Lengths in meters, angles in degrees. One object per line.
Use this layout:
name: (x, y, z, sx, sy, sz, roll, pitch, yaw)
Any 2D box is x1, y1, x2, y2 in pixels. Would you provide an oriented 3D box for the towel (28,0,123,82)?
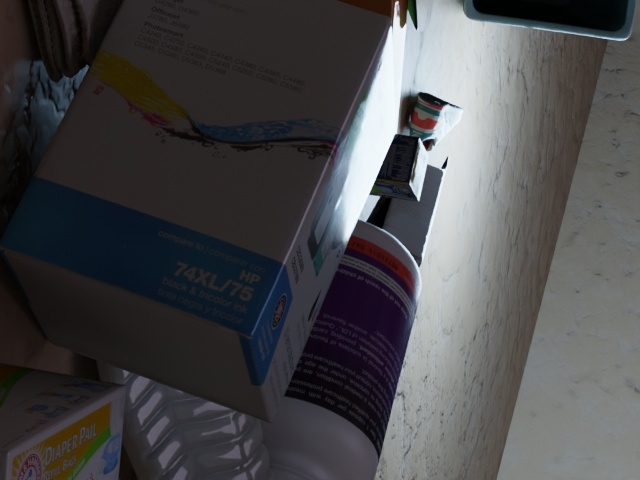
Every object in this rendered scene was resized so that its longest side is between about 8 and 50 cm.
towel: (-0.153, -0.265, 1.386, 0.187, 0.049, 0.282, 85, 20, -44)

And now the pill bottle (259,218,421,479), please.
pill bottle: (-0.014, 0.142, 1.845, 0.181, 0.182, 0.323, 79, 22, -51)

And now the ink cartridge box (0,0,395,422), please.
ink cartridge box: (-0.081, -0.042, 1.383, 0.198, 0.197, 0.270, 82, 29, -67)

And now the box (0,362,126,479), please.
box: (-0.221, 0.164, 1.261, 0.203, 0.103, 0.114, -28, 126, -72)

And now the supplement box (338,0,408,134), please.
supplement box: (0.051, -0.180, 2.133, 0.078, 0.080, 0.233, -41, 135, -67)

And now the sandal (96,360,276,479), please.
sandal: (-0.132, 0.159, 1.594, 0.169, 0.102, 0.416, -29, 111, -49)

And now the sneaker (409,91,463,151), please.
sneaker: (0.155, -0.164, 2.590, 0.075, 0.057, 0.161, -66, 168, 7)

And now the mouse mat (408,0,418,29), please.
mouse mat: (0.091, -0.357, 2.158, 0.152, 0.007, 0.189, 83, -5, -45)

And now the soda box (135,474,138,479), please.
soda box: (-0.136, 0.280, 1.725, 0.063, 0.058, 0.183, -49, 145, -63)

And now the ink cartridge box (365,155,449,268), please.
ink cartridge box: (0.074, 0.015, 2.169, 0.175, 0.069, 0.371, -60, -179, 22)

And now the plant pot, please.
plant pot: (0.336, -0.432, 2.768, 0.252, 0.247, 0.247, -127, -135, -86)

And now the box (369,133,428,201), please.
box: (0.021, -0.084, 1.893, 0.059, 0.169, 0.054, 54, 47, -68)
